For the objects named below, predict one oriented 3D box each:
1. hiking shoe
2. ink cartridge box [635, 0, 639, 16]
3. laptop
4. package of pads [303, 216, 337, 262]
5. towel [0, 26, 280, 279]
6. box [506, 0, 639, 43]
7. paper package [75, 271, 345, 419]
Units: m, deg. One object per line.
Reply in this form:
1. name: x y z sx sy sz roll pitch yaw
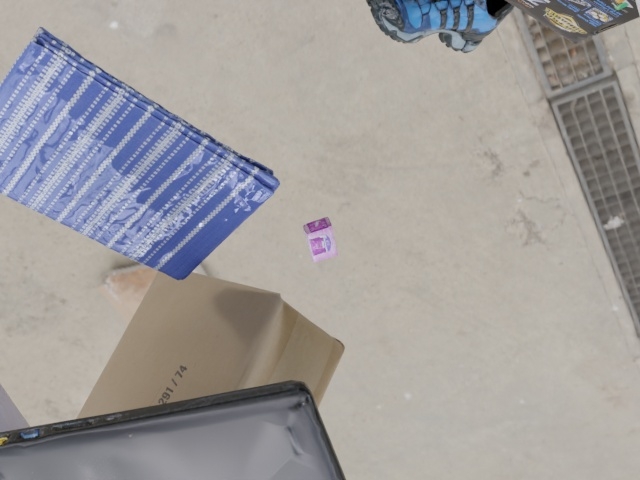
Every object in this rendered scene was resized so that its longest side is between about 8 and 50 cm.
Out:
1. hiking shoe: 0.197 -0.393 1.183 0.304 0.113 0.132 -9 162 -45
2. ink cartridge box: 0.273 -0.301 0.390 0.261 0.066 0.296 -14 96 35
3. laptop: -0.149 0.233 0.709 0.408 0.236 0.381 -12 122 10
4. package of pads: 0.000 0.000 1.309 0.050 0.032 0.083 -19 136 -6
5. towel: -0.247 -0.085 0.905 0.336 0.040 0.243 31 127 -26
6. box: 0.241 -0.339 0.774 0.296 0.293 0.073 29 89 -9
7. paper package: -0.173 0.228 1.055 0.310 0.324 0.168 10 157 43
